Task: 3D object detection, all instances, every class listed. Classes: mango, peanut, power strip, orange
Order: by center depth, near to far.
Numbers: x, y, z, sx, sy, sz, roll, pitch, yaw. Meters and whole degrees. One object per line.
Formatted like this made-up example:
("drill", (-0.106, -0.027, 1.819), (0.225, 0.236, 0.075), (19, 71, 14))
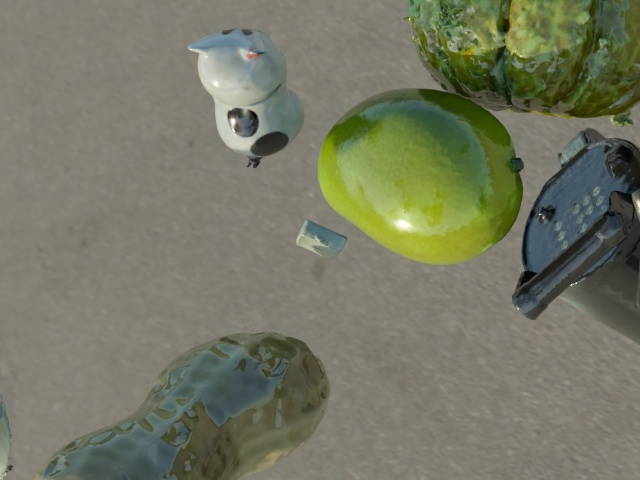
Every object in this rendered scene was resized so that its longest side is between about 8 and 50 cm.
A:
("peanut", (-0.121, 0.173, 1.161), (0.298, 0.120, 0.136), (-33, 36, -33))
("power strip", (0.000, 0.000, 1.202), (0.090, 0.040, 0.016), (126, 168, -83))
("mango", (0.106, -0.082, 1.520), (0.273, 0.149, 0.185), (32, 113, 40))
("orange", (0.250, -0.254, 1.573), (0.301, 0.300, 0.223), (7, 87, 23))

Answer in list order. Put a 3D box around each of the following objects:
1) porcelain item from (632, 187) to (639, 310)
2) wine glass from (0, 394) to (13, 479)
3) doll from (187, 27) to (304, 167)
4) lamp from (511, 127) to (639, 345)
("porcelain item", (0.316, 0.055, 1.186), (0.081, 0.069, 0.216), (-20, 89, 1))
("wine glass", (-0.488, 0.254, 1.506), (0.143, 0.321, 0.143), (7, 105, 27))
("doll", (-0.086, -0.182, 1.628), (0.110, 0.181, 0.107), (1, 48, 15))
("lamp", (0.394, 0.019, 1.649), (0.205, 0.272, 0.374), (-47, 10, 28))
